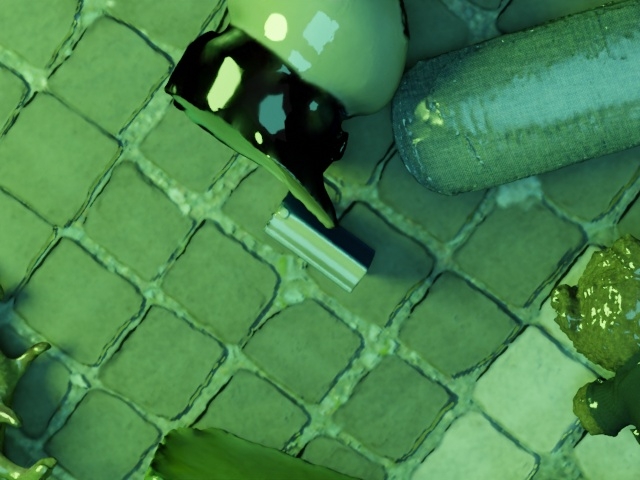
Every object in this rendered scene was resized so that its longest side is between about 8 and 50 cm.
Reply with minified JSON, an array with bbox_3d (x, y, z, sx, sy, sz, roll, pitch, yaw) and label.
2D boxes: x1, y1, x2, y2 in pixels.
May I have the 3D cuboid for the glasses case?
[{"bbox_3d":[0.188,-0.113,1.412,0.282,0.067,0.109,-16,96,12],"label":"glasses case"}]

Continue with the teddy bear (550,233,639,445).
[{"bbox_3d":[0.282,0.110,1.421,0.182,0.129,0.251,-41,97,11],"label":"teddy bear"}]

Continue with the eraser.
[{"bbox_3d":[0.000,0.000,1.457,0.084,0.063,0.027,36,106,-2],"label":"eraser"}]

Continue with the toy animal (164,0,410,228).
[{"bbox_3d":[-0.008,-0.126,1.397,0.166,0.138,0.179,34,96,-7],"label":"toy animal"}]

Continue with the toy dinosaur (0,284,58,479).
[{"bbox_3d":[-0.302,0.151,1.532,0.200,0.072,0.251,42,116,6],"label":"toy dinosaur"}]

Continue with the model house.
[{"bbox_3d":[-0.069,0.278,1.475,0.194,0.170,0.211,20,105,-1],"label":"model house"}]
